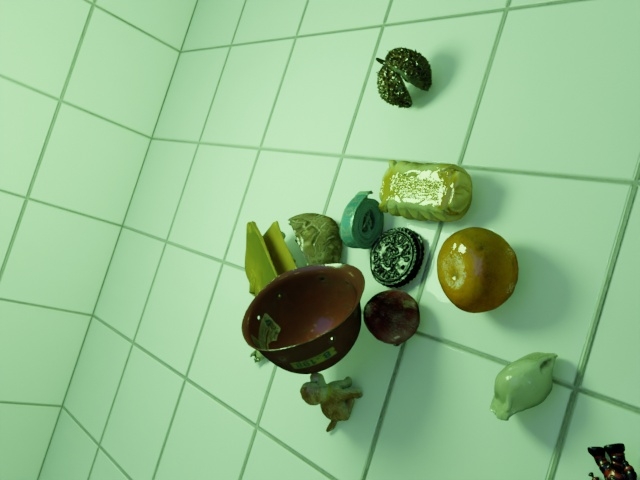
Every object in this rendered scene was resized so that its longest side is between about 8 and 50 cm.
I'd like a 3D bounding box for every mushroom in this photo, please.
[{"bbox_3d":[0.000,0.000,2.030,0.151,0.156,0.285,-27,53,3],"label":"mushroom"}]

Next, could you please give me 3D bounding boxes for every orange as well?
[{"bbox_3d":[0.403,0.076,1.542,0.224,0.170,0.223,2,92,61],"label":"orange"}]

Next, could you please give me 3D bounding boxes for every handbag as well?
[{"bbox_3d":[-0.165,0.141,2.091,0.401,0.133,0.282,60,141,43],"label":"handbag"}]

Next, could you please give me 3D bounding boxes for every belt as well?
[{"bbox_3d":[0.129,-0.054,1.892,0.082,0.147,0.163,7,51,51],"label":"belt"}]

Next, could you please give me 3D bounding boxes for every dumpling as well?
[{"bbox_3d":[0.474,0.334,1.429,0.155,0.181,0.111,-176,64,-75],"label":"dumpling"}]

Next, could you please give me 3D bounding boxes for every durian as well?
[{"bbox_3d":[0.253,-0.522,1.909,0.196,0.196,0.167,-61,7,10],"label":"durian"}]

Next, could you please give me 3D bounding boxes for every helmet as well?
[{"bbox_3d":[-0.015,0.254,1.761,0.385,0.230,0.337,-23,32,4],"label":"helmet"}]

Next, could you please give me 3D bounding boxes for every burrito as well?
[{"bbox_3d":[-0.191,0.382,2.126,0.149,0.041,0.055,-40,63,24],"label":"burrito"}]

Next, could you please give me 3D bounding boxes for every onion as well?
[{"bbox_3d":[0.186,0.208,1.693,0.160,0.195,0.159,-26,53,40],"label":"onion"}]

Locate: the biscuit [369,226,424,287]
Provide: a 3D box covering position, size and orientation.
[{"bbox_3d":[0.228,0.049,1.815,0.195,0.053,0.194,-17,64,40],"label":"biscuit"}]

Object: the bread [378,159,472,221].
[{"bbox_3d":[0.309,-0.139,1.751,0.311,0.121,0.172,14,89,47],"label":"bread"}]

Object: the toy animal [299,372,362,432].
[{"bbox_3d":[0.004,0.488,1.781,0.104,0.185,0.183,33,100,45],"label":"toy animal"}]

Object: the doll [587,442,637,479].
[{"bbox_3d":[0.607,0.544,1.219,0.088,0.127,0.248,-8,68,7],"label":"doll"}]
